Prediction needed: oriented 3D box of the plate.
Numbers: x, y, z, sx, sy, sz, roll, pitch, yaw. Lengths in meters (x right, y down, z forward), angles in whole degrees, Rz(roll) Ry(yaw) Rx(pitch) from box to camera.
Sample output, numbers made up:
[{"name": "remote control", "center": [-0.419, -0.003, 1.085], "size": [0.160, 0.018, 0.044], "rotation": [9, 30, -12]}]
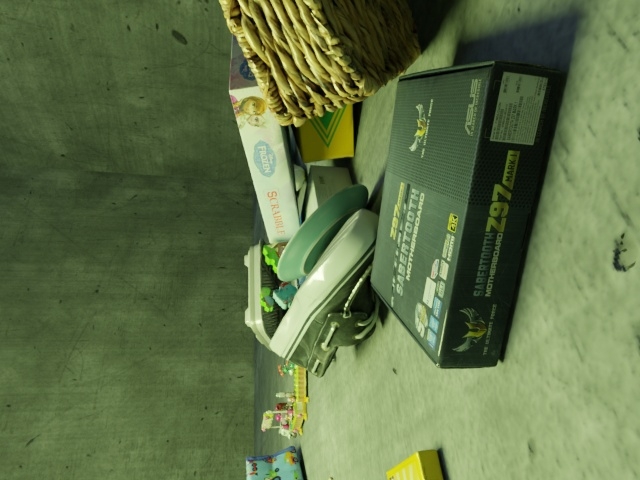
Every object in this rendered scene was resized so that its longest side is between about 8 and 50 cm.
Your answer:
[{"name": "plate", "center": [0.013, -0.003, 0.678], "size": [0.024, 0.188, 0.188], "rotation": [42, 145, 19]}]

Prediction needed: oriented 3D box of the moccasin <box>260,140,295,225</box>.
[{"name": "moccasin", "center": [-0.169, -0.193, 1.502], "size": [0.117, 0.138, 0.342], "rotation": [27, 116, 49]}]

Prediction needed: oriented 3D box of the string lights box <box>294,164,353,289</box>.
[{"name": "string lights box", "center": [0.000, 0.000, 0.874], "size": [0.259, 0.077, 0.133], "rotation": [104, 163, -44]}]

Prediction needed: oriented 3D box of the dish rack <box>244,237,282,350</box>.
[{"name": "dish rack", "center": [-0.190, 0.191, 1.516], "size": [0.285, 0.072, 0.333], "rotation": [73, -172, -57]}]

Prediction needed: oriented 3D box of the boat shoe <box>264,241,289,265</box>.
[{"name": "boat shoe", "center": [-0.127, 0.055, 1.394], "size": [0.257, 0.095, 0.095], "rotation": [127, 149, -69]}]

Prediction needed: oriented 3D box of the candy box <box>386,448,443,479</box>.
[{"name": "candy box", "center": [0.107, 0.323, 0.437], "size": [0.105, 0.027, 0.206], "rotation": [111, 158, -50]}]

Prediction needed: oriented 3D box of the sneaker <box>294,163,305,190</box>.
[{"name": "sneaker", "center": [-0.087, -0.157, 1.341], "size": [0.240, 0.091, 0.126], "rotation": [-114, 11, -63]}]

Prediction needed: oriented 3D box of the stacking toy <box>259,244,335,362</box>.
[{"name": "stacking toy", "center": [-0.037, 0.127, 0.852], "size": [0.221, 0.052, 0.167], "rotation": [46, 146, 22]}]

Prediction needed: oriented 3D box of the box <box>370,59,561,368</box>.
[{"name": "box", "center": [0.110, -0.032, 0.414], "size": [0.183, 0.059, 0.232], "rotation": [-121, 36, -70]}]

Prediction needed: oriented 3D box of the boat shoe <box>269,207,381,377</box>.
[{"name": "boat shoe", "center": [0.030, 0.089, 0.644], "size": [0.121, 0.119, 0.335], "rotation": [-53, -6, -40]}]

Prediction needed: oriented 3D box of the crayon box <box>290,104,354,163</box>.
[{"name": "crayon box", "center": [-0.026, -0.365, 0.866], "size": [0.363, 0.106, 0.313], "rotation": [-106, 10, -56]}]

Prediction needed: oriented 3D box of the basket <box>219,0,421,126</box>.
[{"name": "basket", "center": [-0.060, -0.278, 0.488], "size": [0.213, 0.223, 0.299], "rotation": [-50, -56, -43]}]

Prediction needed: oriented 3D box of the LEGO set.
[{"name": "LEGO set", "center": [-0.093, 0.392, 1.160], "size": [0.132, 0.107, 0.287], "rotation": [-118, 33, -67]}]

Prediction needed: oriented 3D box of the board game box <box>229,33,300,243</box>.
[{"name": "board game box", "center": [-0.097, -0.216, 0.838], "size": [0.318, 0.066, 0.318], "rotation": [81, 180, -46]}]

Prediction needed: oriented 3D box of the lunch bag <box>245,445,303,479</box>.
[{"name": "lunch bag", "center": [-0.092, 0.715, 1.126], "size": [0.221, 0.138, 0.293], "rotation": [-122, 24, -67]}]

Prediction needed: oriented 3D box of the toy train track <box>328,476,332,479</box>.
[{"name": "toy train track", "center": [0.015, 0.494, 0.862], "size": [0.048, 0.014, 0.083], "rotation": [176, 97, -78]}]
